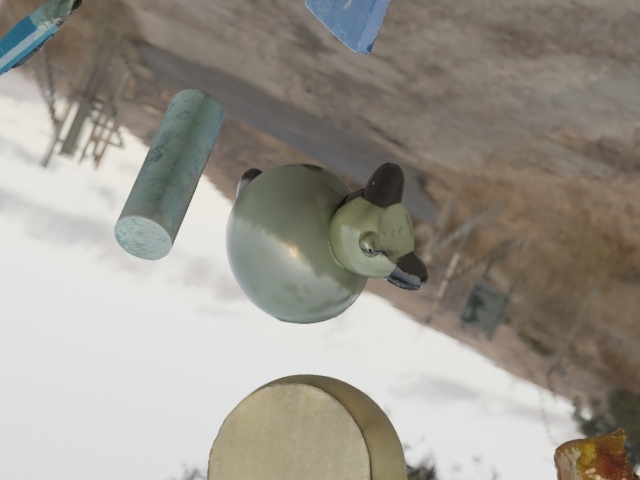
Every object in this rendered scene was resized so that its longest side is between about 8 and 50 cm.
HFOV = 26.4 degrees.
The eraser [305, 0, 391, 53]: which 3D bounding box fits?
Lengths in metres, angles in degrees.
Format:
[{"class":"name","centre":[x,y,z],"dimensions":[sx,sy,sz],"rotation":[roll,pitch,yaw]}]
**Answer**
[{"class":"eraser","centre":[0.072,-0.449,2.070],"dimensions":[0.042,0.312,0.144],"rotation":[-16,-128,-39]}]

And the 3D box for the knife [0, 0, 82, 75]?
[{"class":"knife","centre":[-0.357,-0.170,1.419],"dimensions":[0.026,0.296,0.044],"rotation":[39,-162,-54]}]

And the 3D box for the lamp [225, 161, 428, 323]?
[{"class":"lamp","centre":[0.000,0.000,1.619],"dimensions":[0.243,0.198,0.197],"rotation":[-8,162,38]}]

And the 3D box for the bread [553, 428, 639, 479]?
[{"class":"bread","centre":[0.434,0.447,1.854],"dimensions":[0.185,0.381,0.109],"rotation":[-5,169,-17]}]

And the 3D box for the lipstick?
[{"class":"lipstick","centre":[-0.117,-0.054,1.072],"dimensions":[0.048,0.048,0.158],"rotation":[23,-135,-7]}]

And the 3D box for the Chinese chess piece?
[{"class":"Chinese chess piece","centre":[-0.025,0.387,2.232],"dimensions":[0.338,0.338,0.140],"rotation":[25,-176,31]}]
